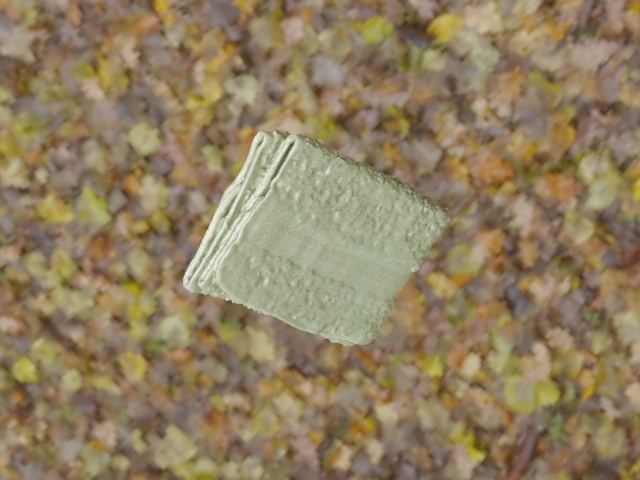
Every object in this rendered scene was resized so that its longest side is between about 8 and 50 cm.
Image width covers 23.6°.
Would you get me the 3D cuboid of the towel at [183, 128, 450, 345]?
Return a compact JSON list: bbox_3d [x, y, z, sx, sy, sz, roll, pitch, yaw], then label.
[{"bbox_3d":[0.000,0.000,0.872,0.110,0.148,0.027,-58,40,13],"label":"towel"}]
